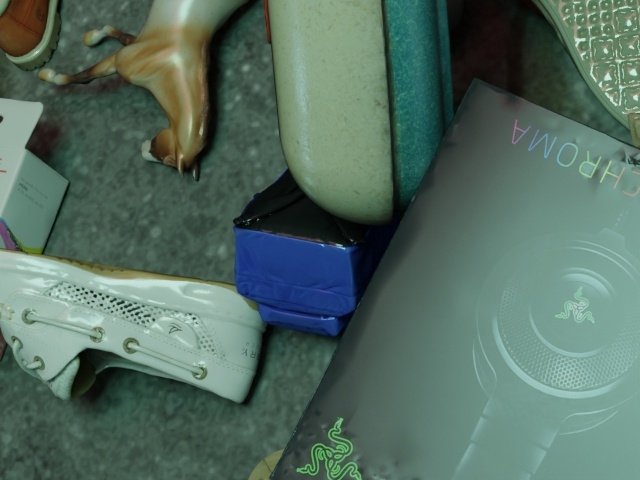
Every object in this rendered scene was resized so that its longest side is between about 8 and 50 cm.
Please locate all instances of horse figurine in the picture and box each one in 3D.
[{"bbox_3d":[-0.116,-0.191,1.258,0.174,0.066,0.263,19,77,39],"label":"horse figurine"}]

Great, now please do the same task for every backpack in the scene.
[{"bbox_3d":[0.000,0.000,1.078,0.098,0.101,0.120,14,37,15],"label":"backpack"}]

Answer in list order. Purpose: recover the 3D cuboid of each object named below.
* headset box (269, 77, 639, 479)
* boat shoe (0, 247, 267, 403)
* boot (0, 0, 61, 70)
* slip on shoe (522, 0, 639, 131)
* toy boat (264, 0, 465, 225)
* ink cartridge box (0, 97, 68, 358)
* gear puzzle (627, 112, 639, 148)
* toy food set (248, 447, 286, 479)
[{"bbox_3d":[0.142,0.091,0.898,0.246,0.131,0.283,28,90,25],"label":"headset box"},{"bbox_3d":[-0.178,0.065,1.111,0.277,0.098,0.096,7,80,11],"label":"boat shoe"},{"bbox_3d":[-0.260,-0.233,1.342,0.059,0.084,0.158,-15,58,21],"label":"boot"},{"bbox_3d":[0.200,-0.169,1.066,0.123,0.101,0.331,-48,66,13],"label":"slip on shoe"},{"bbox_3d":[0.038,-0.154,1.027,0.148,0.318,0.267,-6,100,-1],"label":"toy boat"},{"bbox_3d":[-0.279,-0.014,1.248,0.115,0.067,0.198,9,71,30],"label":"ink cartridge box"},{"bbox_3d":[0.275,-0.050,0.955,0.339,0.044,0.175,-11,90,22],"label":"gear puzzle"},{"bbox_3d":[-0.040,0.190,1.053,0.122,0.019,0.078,-27,56,3],"label":"toy food set"}]
